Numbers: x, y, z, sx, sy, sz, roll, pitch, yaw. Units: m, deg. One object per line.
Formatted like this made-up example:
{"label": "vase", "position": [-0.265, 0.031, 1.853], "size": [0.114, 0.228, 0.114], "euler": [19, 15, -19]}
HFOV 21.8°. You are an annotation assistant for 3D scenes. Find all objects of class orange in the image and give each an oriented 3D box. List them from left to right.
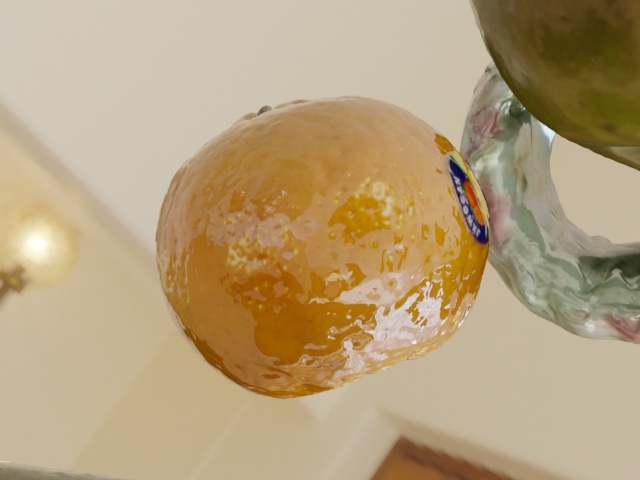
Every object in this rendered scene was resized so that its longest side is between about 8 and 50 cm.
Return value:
{"label": "orange", "position": [0.001, 0.003, 0.871], "size": [0.177, 0.177, 0.155], "euler": [-3, -67, 64]}

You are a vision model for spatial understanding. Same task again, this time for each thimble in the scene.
{"label": "thimble", "position": [0.179, -0.045, 0.990], "size": [0.211, 0.185, 0.149], "euler": [43, 15, 4]}

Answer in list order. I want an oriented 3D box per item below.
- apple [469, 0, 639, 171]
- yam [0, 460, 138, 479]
{"label": "apple", "position": [0.142, -0.099, 0.570], "size": [0.196, 0.157, 0.196], "euler": [14, -5, 1]}
{"label": "yam", "position": [-0.119, 0.240, 1.105], "size": [0.304, 0.168, 0.168], "euler": [9, -17, -3]}
